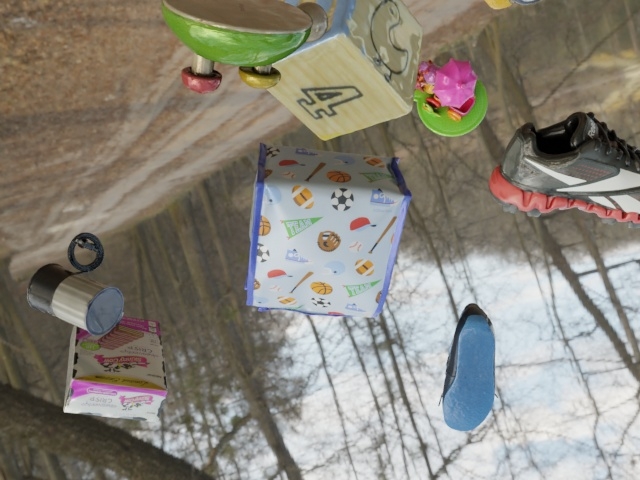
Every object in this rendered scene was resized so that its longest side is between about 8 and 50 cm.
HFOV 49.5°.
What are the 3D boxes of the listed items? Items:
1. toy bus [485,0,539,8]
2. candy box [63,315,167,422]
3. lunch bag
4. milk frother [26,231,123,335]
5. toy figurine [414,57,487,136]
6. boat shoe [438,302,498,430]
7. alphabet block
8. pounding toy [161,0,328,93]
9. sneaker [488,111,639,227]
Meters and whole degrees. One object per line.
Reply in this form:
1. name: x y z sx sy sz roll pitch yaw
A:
1. toy bus: 0.314 -0.362 0.720 0.332 0.108 0.130 -14 169 28
2. candy box: -0.365 0.218 1.242 0.159 0.071 0.233 12 -159 -22
3. lunch bag: 0.000 0.000 1.546 0.327 0.386 0.239 5 -148 -3
4. milk frother: -0.384 0.068 1.155 0.134 0.143 0.129 18 -177 23
5. toy figurine: 0.215 -0.277 1.221 0.130 0.173 0.159 -55 169 0
6. boat shoe: 0.279 0.231 1.262 0.108 0.259 0.089 9 -150 2
7. alphabet block: 0.030 -0.309 1.126 0.193 0.193 0.197 -10 147 39
8. pounding toy: -0.100 -0.248 0.890 0.182 0.110 0.237 17 -150 10
9. sneaker: 0.365 -0.095 0.896 0.275 0.135 0.098 6 -141 5
